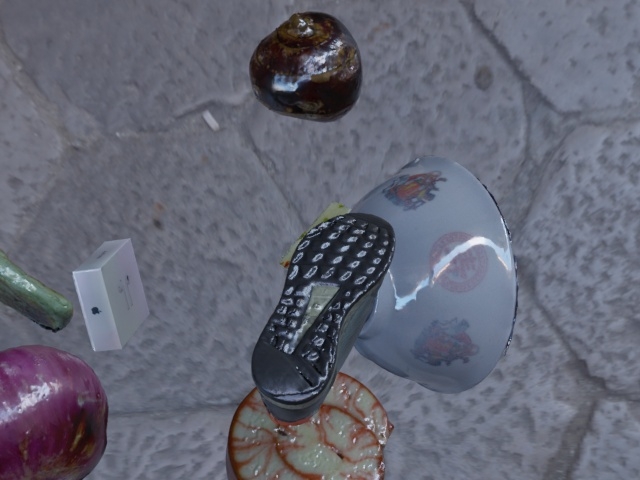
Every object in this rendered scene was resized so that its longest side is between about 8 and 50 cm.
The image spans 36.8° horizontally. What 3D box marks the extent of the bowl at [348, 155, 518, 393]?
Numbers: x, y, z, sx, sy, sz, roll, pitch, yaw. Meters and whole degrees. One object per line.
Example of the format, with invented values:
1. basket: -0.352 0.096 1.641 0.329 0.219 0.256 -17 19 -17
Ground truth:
1. bowl: 0.104 0.056 1.354 0.157 0.345 0.346 -5 77 -31

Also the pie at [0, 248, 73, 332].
1. pie: -0.557 0.088 1.785 0.240 0.240 0.054 32 65 6

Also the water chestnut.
1. water chestnut: -0.024 -0.322 1.879 0.223 0.238 0.224 5 50 -7

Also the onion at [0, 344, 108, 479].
1. onion: -0.281 0.171 0.878 0.177 0.177 0.153 -26 90 -5

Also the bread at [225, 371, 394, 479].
1. bread: -0.025 0.390 1.756 0.295 0.114 0.328 16 49 3

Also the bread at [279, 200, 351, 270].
1. bread: 0.000 0.000 1.600 0.068 0.028 0.154 28 69 41

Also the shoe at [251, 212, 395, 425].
1. shoe: 0.001 0.060 0.755 0.074 0.077 0.194 20 51 11

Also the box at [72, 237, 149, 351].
1. box: -0.316 0.081 1.457 0.051 0.130 0.129 -7 109 11
